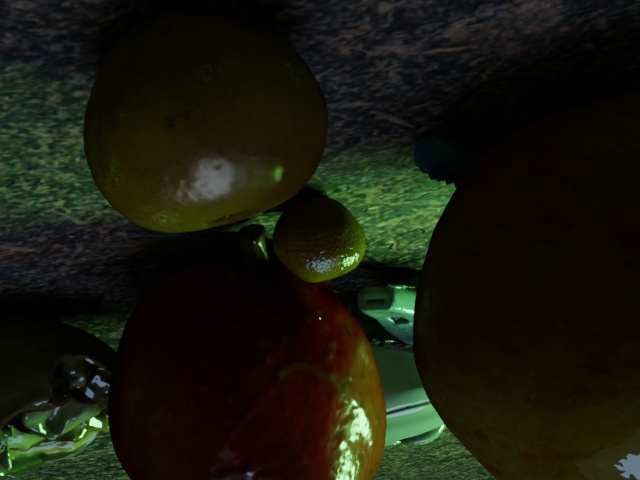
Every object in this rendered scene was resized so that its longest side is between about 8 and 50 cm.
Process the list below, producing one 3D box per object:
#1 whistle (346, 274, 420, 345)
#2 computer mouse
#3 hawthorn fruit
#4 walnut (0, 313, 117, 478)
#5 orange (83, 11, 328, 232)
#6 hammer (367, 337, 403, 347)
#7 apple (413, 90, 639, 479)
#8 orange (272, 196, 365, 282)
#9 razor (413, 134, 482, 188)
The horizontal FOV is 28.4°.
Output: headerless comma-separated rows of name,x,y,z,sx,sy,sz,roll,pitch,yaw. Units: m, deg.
whistle,0.132,0.089,1.355,0.180,0.093,0.269,0,168,40
computer mouse,0.023,0.173,1.385,0.296,0.121,0.184,12,166,9
hawthorn fruit,-0.071,0.130,1.174,0.265,0.307,0.265,-3,-156,1
walnut,-0.291,0.147,1.279,0.204,0.141,0.238,-15,162,-19
orange,-0.073,-0.075,0.793,0.154,0.134,0.155,-15,-178,1
hammer,0.134,0.117,1.533,0.178,0.021,0.065,2,156,-27
apple,0.245,0.060,0.946,0.339,0.340,0.339,-8,160,-3
orange,0.000,0.000,1.084,0.085,0.085,0.085,-8,160,-3
razor,0.165,-0.045,1.082,0.082,0.042,0.253,0,169,44
